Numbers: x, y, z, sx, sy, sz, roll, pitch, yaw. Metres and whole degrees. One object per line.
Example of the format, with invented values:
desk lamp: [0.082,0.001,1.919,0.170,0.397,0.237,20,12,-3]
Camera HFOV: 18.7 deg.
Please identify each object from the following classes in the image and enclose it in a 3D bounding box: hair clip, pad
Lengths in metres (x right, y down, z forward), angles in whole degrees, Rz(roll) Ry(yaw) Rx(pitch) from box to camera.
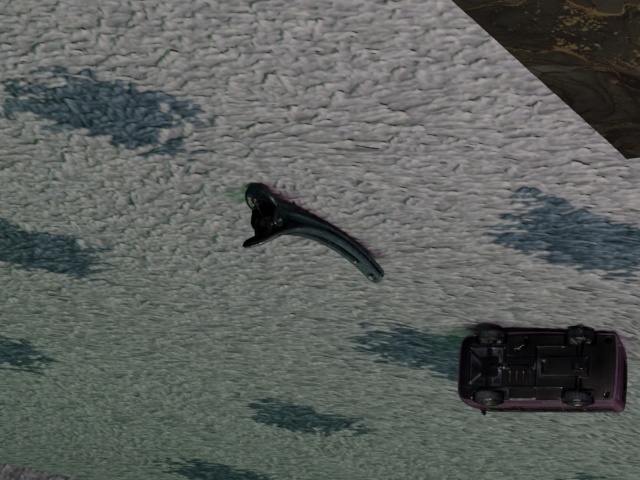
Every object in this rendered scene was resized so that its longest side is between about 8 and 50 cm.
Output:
hair clip: [0.000,0.000,2.122,0.039,0.070,0.229,-12,159,39]
pad: [0.287,-0.151,1.624,0.247,0.007,0.367,-4,156,35]

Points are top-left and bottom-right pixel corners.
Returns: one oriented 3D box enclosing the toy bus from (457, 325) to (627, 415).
toy bus: [0.273,0.163,2.374,0.198,0.096,0.108,-2,162,21]
